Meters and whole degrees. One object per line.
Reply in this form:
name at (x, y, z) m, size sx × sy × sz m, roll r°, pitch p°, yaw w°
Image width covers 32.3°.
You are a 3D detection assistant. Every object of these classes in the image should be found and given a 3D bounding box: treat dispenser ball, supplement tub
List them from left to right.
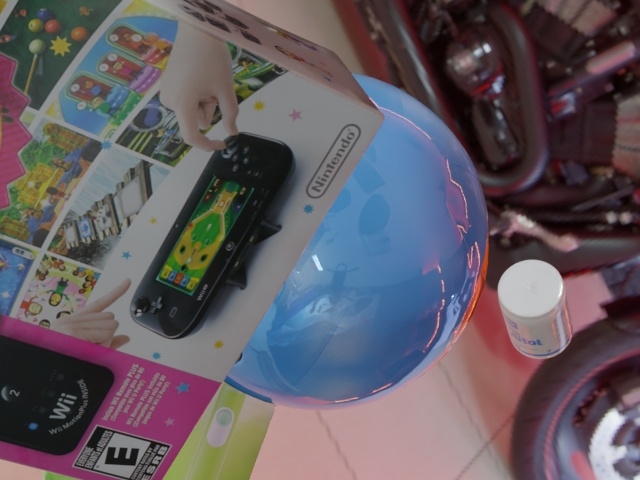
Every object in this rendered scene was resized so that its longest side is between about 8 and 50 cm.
treat dispenser ball at (0.000, 0.000, 0.941) m, size 0.288 × 0.288 × 0.288 m, roll 26°, pitch 51°, yaw -37°
supplement tub at (0.229, 0.075, 1.176) m, size 0.107 × 0.071 × 0.071 m, roll 60°, pitch 26°, yaw -55°

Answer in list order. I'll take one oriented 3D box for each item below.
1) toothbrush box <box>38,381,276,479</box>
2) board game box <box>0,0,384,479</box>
toothbrush box at (-0.156, 0.144, 1.186) m, size 0.206 × 0.122 × 0.283 m, roll 24°, pitch 81°, yaw -18°
board game box at (-0.162, -0.034, 0.460) m, size 0.303 × 0.224 × 0.097 m, roll 22°, pitch 20°, yaw -25°
